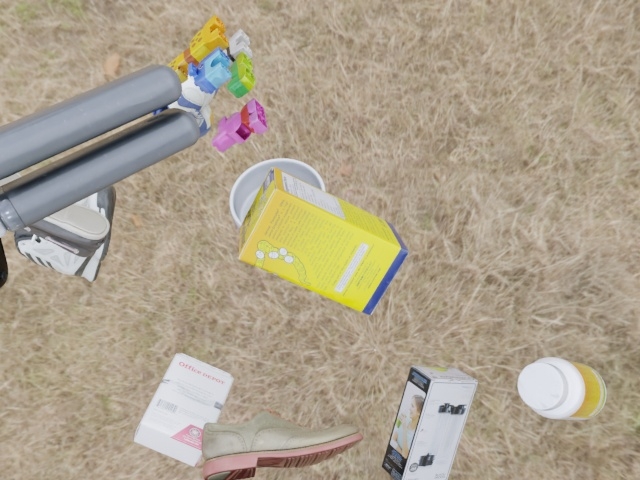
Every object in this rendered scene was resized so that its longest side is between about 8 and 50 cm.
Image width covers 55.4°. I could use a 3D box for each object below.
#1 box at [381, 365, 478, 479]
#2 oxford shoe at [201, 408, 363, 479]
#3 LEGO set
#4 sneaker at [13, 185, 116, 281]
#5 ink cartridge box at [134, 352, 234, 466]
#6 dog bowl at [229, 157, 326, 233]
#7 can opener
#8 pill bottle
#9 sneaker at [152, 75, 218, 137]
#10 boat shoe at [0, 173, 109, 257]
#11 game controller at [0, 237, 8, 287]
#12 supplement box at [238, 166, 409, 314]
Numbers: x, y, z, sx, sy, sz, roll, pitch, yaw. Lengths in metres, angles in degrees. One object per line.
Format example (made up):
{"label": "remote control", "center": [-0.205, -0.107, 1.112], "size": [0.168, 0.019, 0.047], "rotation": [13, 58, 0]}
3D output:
{"label": "box", "center": [0.282, 0.474, 1.575], "size": [0.169, 0.087, 0.290], "rotation": [9, 100, -32]}
{"label": "oxford shoe", "center": [-0.079, 0.412, 1.290], "size": [0.348, 0.123, 0.130], "rotation": [-2, 56, -20]}
{"label": "LEGO set", "center": [-0.140, -0.202, 0.760], "size": [0.093, 0.087, 0.227], "rotation": [-32, 42, 18]}
{"label": "sneaker", "center": [-0.755, -0.024, 1.780], "size": [0.257, 0.447, 0.169], "rotation": [12, 54, -23]}
{"label": "ink cartridge box", "center": [-0.317, 0.393, 1.436], "size": [0.158, 0.218, 0.092], "rotation": [25, 128, -5]}
{"label": "dog bowl", "center": [-0.113, -0.094, 1.689], "size": [0.264, 0.104, 0.265], "rotation": [-2, 59, 4]}
{"label": "can opener", "center": [-0.227, -0.051, 0.443], "size": [0.280, 0.093, 0.074], "rotation": [-29, 123, -17]}
{"label": "pill bottle", "center": [0.550, 0.340, 1.398], "size": [0.136, 0.245, 0.136], "rotation": [-15, 67, 38]}
{"label": "sneaker", "center": [-0.300, -0.275, 1.280], "size": [0.112, 0.296, 0.131], "rotation": [44, 71, 1]}
{"label": "boat shoe", "center": [-0.608, -0.061, 1.254], "size": [0.335, 0.112, 0.095], "rotation": [28, 123, -20]}
{"label": "game controller", "center": [-0.766, -0.028, 1.328], "size": [0.067, 0.166, 0.319], "rotation": [-6, 107, -2]}
{"label": "supplement box", "center": [0.000, 0.000, 1.487], "size": [0.356, 0.194, 0.195], "rotation": [25, 107, -15]}
